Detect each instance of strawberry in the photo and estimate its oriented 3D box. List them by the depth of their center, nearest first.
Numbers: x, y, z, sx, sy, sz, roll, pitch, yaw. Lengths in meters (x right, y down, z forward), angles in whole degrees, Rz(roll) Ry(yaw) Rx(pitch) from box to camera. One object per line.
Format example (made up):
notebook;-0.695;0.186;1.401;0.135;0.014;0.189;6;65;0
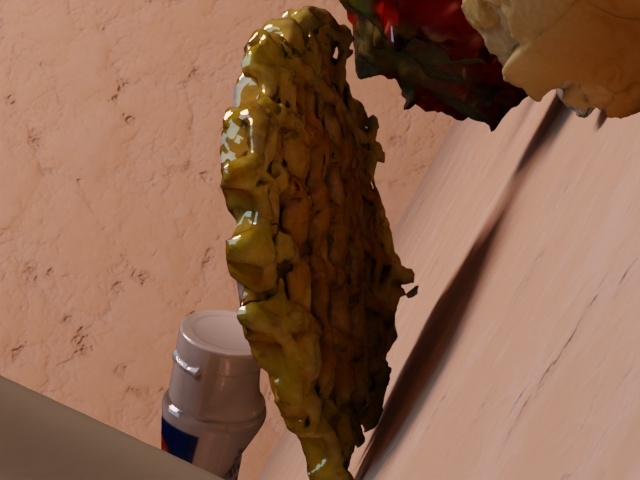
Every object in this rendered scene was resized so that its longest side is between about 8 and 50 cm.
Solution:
strawberry;0.098;-0.171;1.004;0.184;0.187;0.201;24;75;50

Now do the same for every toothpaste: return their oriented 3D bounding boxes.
toothpaste;-0.072;0.172;1.022;0.096;0.061;0.266;-61;-19;-68

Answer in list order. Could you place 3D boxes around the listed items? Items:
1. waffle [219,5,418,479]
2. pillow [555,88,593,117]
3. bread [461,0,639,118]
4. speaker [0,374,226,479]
waffle;-0.002;0.000;0.980;0.245;0.052;0.254;-73;-27;-52
pillow;0.152;-0.171;0.753;0.128;0.051;0.229;-81;10;-63
bread;0.105;-0.102;0.519;0.125;0.082;0.106;-50;6;-22
speaker;-0.130;0.185;0.363;0.406;0.184;0.183;-60;-10;-61
